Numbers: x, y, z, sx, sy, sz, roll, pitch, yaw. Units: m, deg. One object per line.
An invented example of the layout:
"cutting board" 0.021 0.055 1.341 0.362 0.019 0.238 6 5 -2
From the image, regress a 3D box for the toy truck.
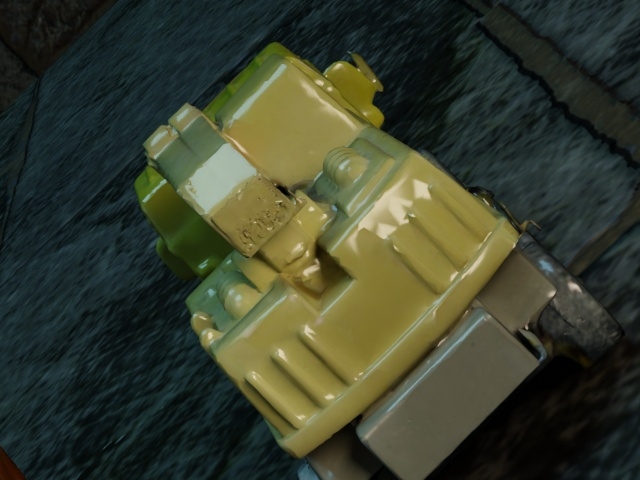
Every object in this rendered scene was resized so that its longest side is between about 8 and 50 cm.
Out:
"toy truck" 0.000 0.000 0.760 0.124 0.157 0.272 -44 15 3

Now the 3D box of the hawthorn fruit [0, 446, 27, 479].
"hawthorn fruit" -0.208 0.152 0.732 0.277 0.277 0.298 -36 8 30
